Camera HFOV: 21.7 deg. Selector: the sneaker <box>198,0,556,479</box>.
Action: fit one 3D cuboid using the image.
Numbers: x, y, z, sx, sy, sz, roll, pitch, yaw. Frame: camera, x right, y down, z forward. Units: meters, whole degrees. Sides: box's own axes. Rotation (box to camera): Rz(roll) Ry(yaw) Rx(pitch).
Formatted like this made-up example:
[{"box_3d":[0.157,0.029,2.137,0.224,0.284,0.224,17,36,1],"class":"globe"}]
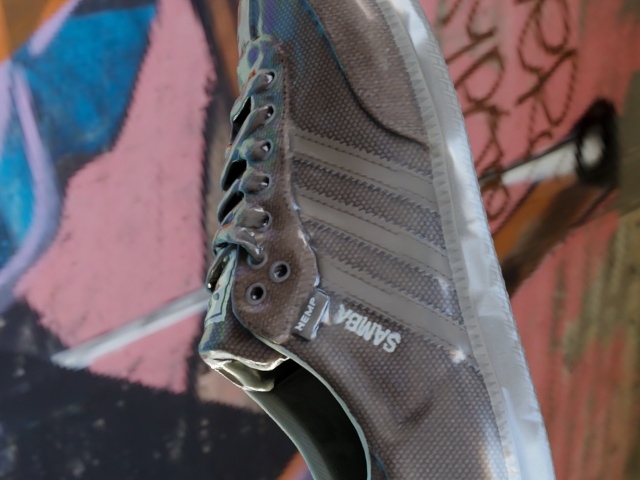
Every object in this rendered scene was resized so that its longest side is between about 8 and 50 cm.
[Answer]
[{"box_3d":[0.000,0.000,0.417,0.066,0.071,0.188,122,-47,-64],"class":"sneaker"}]
